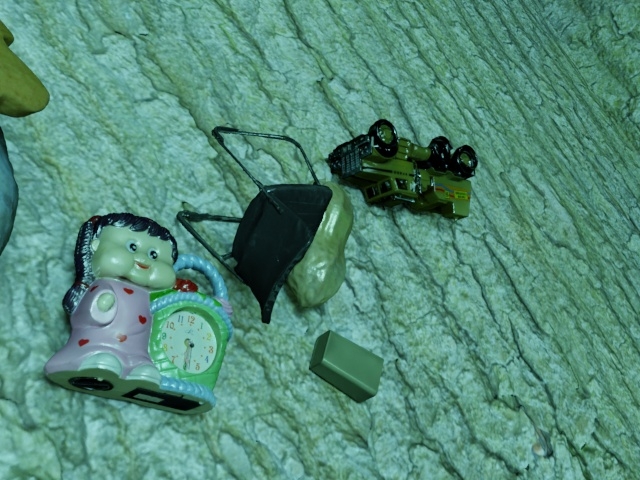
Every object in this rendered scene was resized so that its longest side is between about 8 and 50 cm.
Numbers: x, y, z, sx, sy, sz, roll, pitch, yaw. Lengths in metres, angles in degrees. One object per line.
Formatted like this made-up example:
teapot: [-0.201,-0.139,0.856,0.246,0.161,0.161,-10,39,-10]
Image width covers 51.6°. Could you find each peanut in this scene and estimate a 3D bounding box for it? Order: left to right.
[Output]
peanut: [0.000,0.000,0.935,0.090,0.098,0.214,37,46,-35]

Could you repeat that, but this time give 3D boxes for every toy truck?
toy truck: [0.142,-0.109,1.116,0.257,0.127,0.127,13,71,-34]

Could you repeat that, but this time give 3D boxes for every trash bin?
trash bin: [0.035,0.169,0.898,0.092,0.043,0.061,34,46,-19]

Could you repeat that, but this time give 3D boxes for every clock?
clock: [-0.186,0.077,0.725,0.194,0.100,0.196,23,53,-34]

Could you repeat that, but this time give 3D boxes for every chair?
chair: [-0.052,-0.018,0.803,0.145,0.140,0.221,2,36,-42]

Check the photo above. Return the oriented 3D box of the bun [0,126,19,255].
bun: [-0.424,-0.060,0.513,0.362,0.211,0.362,26,46,-31]

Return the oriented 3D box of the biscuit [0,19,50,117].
biscuit: [-0.329,-0.188,0.527,0.212,0.041,0.239,10,45,-51]
